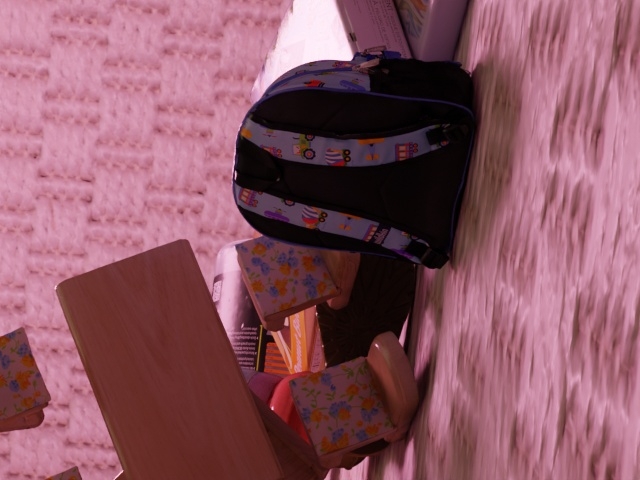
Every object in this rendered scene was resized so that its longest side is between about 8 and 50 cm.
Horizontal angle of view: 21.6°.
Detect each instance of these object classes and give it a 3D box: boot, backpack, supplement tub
[{"bbox_3d":[0.029,0.104,1.629,0.269,0.089,0.236,107,170,-82],"label":"boot"},{"bbox_3d":[0.022,-0.068,1.271,0.117,0.173,0.158,-87,4,-54],"label":"backpack"},{"bbox_3d":[-0.063,0.168,2.270,0.193,0.193,0.316,107,170,-75],"label":"supplement tub"}]

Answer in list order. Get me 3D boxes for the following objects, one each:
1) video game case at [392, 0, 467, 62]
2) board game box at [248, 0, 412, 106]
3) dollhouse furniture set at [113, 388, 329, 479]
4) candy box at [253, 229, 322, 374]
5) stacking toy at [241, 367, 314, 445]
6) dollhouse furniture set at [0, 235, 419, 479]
[{"bbox_3d":[0.046,-0.238,1.529,0.329,0.036,0.300,101,153,-56],"label":"video game case"},{"bbox_3d":[0.011,-0.122,1.541,0.305,0.053,0.193,123,133,-64],"label":"board game box"},{"bbox_3d":[-0.127,0.301,1.486,0.303,0.355,0.174,-43,-11,-19],"label":"dollhouse furniture set"},{"bbox_3d":[0.000,0.000,1.839,0.316,0.087,0.183,99,152,-46],"label":"candy box"},{"bbox_3d":[-0.078,0.303,1.762,0.279,0.130,0.309,-65,-28,-54],"label":"stacking toy"},{"bbox_3d":[-0.087,0.178,1.302,0.256,0.362,0.394,101,147,-69],"label":"dollhouse furniture set"}]
